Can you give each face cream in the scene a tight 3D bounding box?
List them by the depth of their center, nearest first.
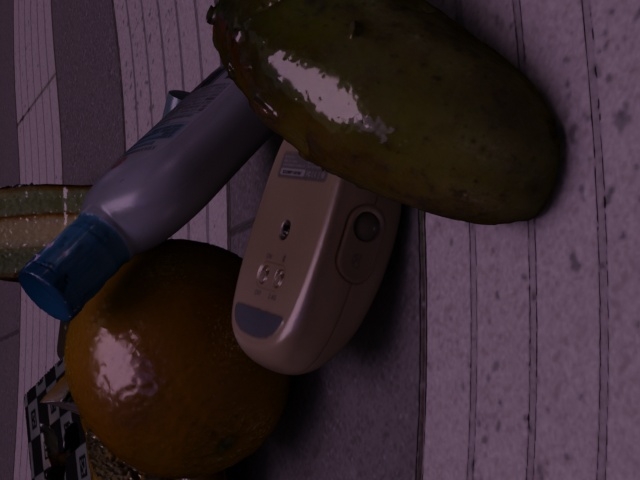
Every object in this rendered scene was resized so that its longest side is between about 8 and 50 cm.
[{"bbox_3d":[-0.146,-0.060,0.928,0.163,0.080,0.337,-13,31,51],"label":"face cream"}]

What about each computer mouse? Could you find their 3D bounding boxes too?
[{"bbox_3d":[0.000,0.000,0.846,0.145,0.082,0.237,8,79,56],"label":"computer mouse"}]

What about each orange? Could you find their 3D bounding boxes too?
[{"bbox_3d":[-0.137,0.112,0.960,0.236,0.236,0.236,-13,75,61],"label":"orange"}]

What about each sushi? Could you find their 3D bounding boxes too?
[{"bbox_3d":[-0.384,0.368,1.561,0.359,0.064,0.343,-38,58,53],"label":"sushi"}]

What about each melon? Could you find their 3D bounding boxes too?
[{"bbox_3d":[-0.313,0.206,1.402,0.093,0.140,0.202,-20,22,27],"label":"melon"}]

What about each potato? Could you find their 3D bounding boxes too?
[{"bbox_3d":[0.043,-0.109,0.714,0.298,0.176,0.141,44,132,24],"label":"potato"}]

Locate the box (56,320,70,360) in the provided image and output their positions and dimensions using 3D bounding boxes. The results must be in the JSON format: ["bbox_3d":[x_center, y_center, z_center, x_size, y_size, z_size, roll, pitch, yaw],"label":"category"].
[{"bbox_3d":[-0.428,0.151,1.704,0.091,0.031,0.126,24,107,61],"label":"box"}]

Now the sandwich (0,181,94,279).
[{"bbox_3d":[-0.436,-0.008,1.668,0.198,0.227,0.155,37,-128,-81],"label":"sandwich"}]

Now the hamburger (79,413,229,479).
[{"bbox_3d":[-0.180,0.261,1.104,0.283,0.143,0.157,-144,37,-68],"label":"hamburger"}]

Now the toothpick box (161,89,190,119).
[{"bbox_3d":[-0.177,-0.143,1.243,0.052,0.052,0.083,47,126,54],"label":"toothpick box"}]
